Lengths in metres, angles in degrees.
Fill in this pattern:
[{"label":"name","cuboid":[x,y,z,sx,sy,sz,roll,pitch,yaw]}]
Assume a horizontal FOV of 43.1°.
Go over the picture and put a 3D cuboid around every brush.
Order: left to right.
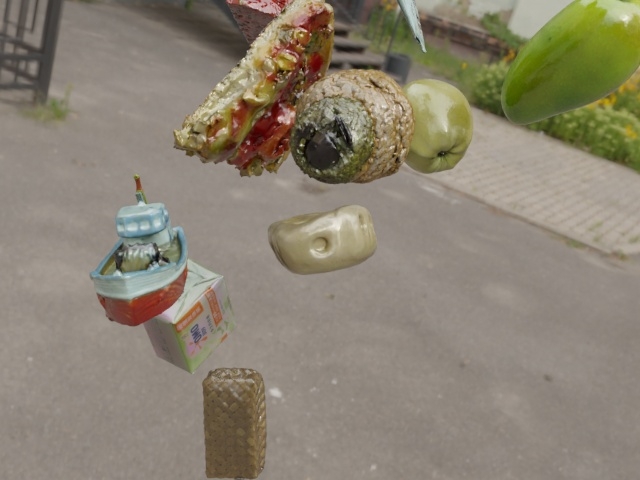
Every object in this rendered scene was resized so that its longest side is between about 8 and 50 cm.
[{"label":"brush","cuboid":[-0.430,-0.116,1.921,0.018,0.083,0.021,-1,27,15]}]

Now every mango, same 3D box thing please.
[{"label":"mango","cuboid":[0.494,-0.345,1.598,0.192,0.343,0.156,36,45,-14]}]

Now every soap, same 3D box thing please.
[{"label":"soap","cuboid":[-0.313,0.178,1.915,0.138,0.199,0.182,23,52,29]}]

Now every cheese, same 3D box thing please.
[{"label":"cheese","cuboid":[0.000,0.000,1.580,0.218,0.117,0.235,-8,5,42]}]

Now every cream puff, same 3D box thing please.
[{"label":"cream puff","cuboid":[0.031,-0.155,1.167,0.183,0.183,0.169,24,25,17]}]

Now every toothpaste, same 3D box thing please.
[{"label":"toothpaste","cuboid":[0.148,-0.423,1.413,0.056,0.036,0.205,29,43,-61]}]

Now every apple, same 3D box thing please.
[{"label":"apple","cuboid":[0.224,-0.236,1.683,0.200,0.200,0.200,16,20,-6]}]

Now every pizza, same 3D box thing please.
[{"label":"pizza","cuboid":[-0.123,-0.231,1.566,0.130,0.440,0.406,36,47,15]}]

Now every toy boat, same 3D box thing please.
[{"label":"toy boat","cuboid":[-0.290,0.025,1.309,0.145,0.133,0.332,-8,18,-3]}]

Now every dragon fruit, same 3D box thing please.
[{"label":"dragon fruit","cuboid":[-0.069,-0.518,1.816,0.205,0.152,0.317,16,-5,7]}]

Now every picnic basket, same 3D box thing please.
[{"label":"picnic basket","cuboid":[-0.148,0.313,1.362,0.110,0.193,0.055,0,10,7]}]
